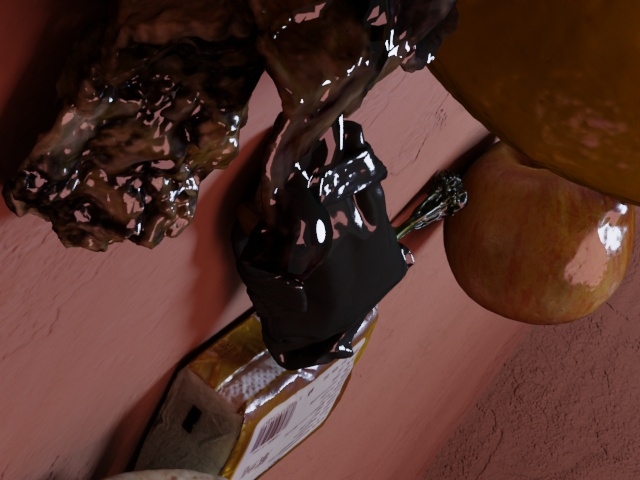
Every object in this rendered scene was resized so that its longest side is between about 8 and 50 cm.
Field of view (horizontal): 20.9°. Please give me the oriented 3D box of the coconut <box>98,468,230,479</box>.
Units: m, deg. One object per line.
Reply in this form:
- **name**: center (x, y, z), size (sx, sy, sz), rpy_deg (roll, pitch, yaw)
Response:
- **coconut**: center (-0.141, 0.381, 1.356), size (0.346, 0.346, 0.360), rpy_deg (-30, 147, -59)

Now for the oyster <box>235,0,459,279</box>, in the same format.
- **oyster**: center (0.030, -0.134, 0.845), size (0.361, 0.096, 0.221), rpy_deg (-62, 169, -60)

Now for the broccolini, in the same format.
- **broccolini**: center (0.069, 0.001, 1.740), size (0.218, 0.044, 0.042), rpy_deg (-38, 178, -29)

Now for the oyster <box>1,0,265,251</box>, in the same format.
- **oyster**: center (-0.070, -0.082, 0.900), size (0.223, 0.083, 0.214), rpy_deg (-47, 171, -50)

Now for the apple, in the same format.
- **apple**: center (0.237, -0.015, 1.876), size (0.211, 0.211, 0.187), rpy_deg (-36, 138, -51)

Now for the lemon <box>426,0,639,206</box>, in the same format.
- **lemon**: center (0.243, -0.178, 1.132), size (0.364, 0.364, 0.364), rpy_deg (-48, 167, -15)

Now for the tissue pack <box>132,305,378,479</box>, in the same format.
- **tissue pack**: center (-0.056, 0.143, 1.549), size (0.226, 0.092, 0.183), rpy_deg (-38, 162, -49)

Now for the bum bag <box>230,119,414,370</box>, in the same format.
- **bum bag**: center (0.000, 0.000, 1.346), size (0.142, 0.079, 0.326), rpy_deg (-37, 155, -12)
